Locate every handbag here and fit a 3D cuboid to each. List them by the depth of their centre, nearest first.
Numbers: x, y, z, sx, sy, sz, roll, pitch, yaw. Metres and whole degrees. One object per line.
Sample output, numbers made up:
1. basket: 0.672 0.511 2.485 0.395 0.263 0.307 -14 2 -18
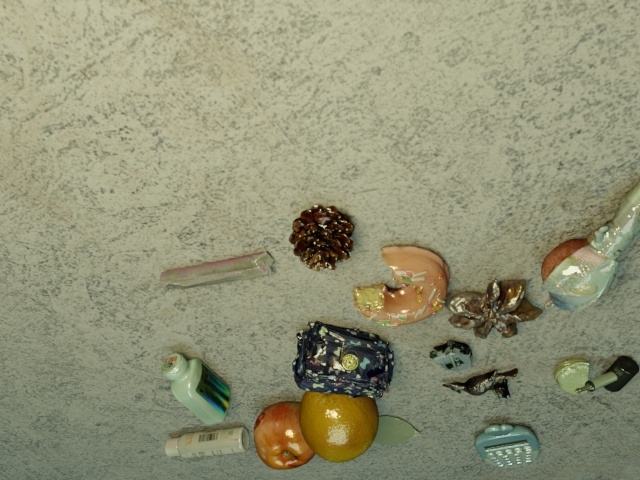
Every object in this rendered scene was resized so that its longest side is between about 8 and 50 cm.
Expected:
1. handbag: 0.060 0.296 1.367 0.260 0.162 0.113 14 146 -10

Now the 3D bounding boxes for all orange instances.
1. orange: 0.050 0.477 1.492 0.236 0.236 0.236 1 133 1

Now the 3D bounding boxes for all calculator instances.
1. calculator: 0.589 0.647 1.747 0.188 0.042 0.302 -16 131 18

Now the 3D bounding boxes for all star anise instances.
1. star anise: 0.404 0.171 1.290 0.212 0.073 0.197 -30 123 29

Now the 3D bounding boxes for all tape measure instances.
1. tape measure: 0.343 0.295 1.421 0.094 0.054 0.091 29 134 -20

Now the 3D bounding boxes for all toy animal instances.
1. toy animal: 0.437 0.393 1.515 0.202 0.070 0.105 -6 122 15

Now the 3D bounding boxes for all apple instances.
1. apple: -0.096 0.570 1.619 0.210 0.164 0.209 0 130 0

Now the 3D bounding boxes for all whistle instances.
1. whistle: 0.562 0.018 1.119 0.142 0.133 0.346 20 121 -12

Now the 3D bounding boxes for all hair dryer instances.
1. hair dryer: 0.723 0.364 1.427 0.198 0.057 0.100 -10 136 -24

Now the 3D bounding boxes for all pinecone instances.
1. pinecone: 0.002 0.000 1.116 0.140 0.120 0.140 3 125 4

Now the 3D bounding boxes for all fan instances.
1. fan: 0.276 0.602 1.735 0.310 0.010 0.182 4 133 3

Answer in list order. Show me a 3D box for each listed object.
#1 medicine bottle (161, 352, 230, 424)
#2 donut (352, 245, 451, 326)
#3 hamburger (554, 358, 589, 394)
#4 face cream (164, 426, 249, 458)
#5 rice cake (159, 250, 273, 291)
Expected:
1. medicine bottle: -0.334 0.391 1.489 0.083 0.121 0.229 -18 129 19
2. donut: 0.190 0.113 1.238 0.199 0.085 0.233 14 133 -12
3. hamburger: 0.665 0.359 1.471 0.084 0.054 0.121 -4 130 12
4. face cream: -0.364 0.645 1.754 0.269 0.082 0.082 -10 132 11
5. rice cake: -0.236 0.071 1.240 0.270 0.049 0.055 -11 153 13
